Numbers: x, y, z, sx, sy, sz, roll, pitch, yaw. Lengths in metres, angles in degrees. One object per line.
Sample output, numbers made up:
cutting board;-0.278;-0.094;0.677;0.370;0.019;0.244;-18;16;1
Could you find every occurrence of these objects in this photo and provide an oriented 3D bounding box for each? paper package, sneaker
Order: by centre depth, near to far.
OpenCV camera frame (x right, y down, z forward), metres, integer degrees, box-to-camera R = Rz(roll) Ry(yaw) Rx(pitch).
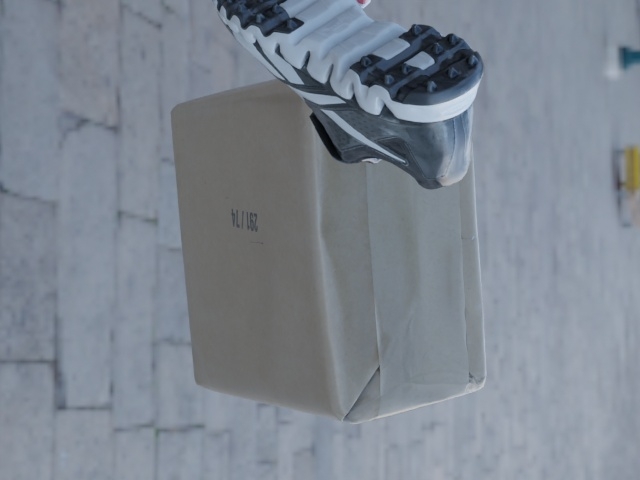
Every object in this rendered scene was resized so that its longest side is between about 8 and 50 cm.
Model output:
sneaker;0.011;-0.099;0.900;0.078;0.234;0.106;-33;135;-23
paper package;0.000;0.000;1.399;0.325;0.168;0.309;1;-85;62

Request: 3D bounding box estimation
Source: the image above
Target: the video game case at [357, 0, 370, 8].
video game case;-0.025;-0.391;1.474;0.025;0.204;0.285;-47;152;-50
